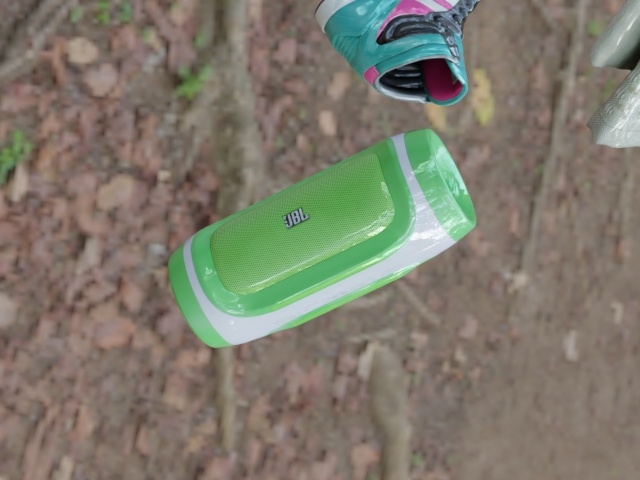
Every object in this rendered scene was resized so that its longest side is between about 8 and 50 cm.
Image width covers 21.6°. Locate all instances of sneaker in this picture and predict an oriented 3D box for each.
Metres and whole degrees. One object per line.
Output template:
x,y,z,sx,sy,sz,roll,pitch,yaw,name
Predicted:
0.160,-0.266,2.115,0.295,0.178,0.124,-21,161,-15,sneaker

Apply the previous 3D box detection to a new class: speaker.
0.000,0.000,1.673,0.131,0.296,0.131,57,16,-26,speaker

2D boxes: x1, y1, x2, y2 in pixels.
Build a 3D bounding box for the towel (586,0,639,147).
0.357,-0.192,1.157,0.312,0.056,0.324,-4,138,-35,towel
